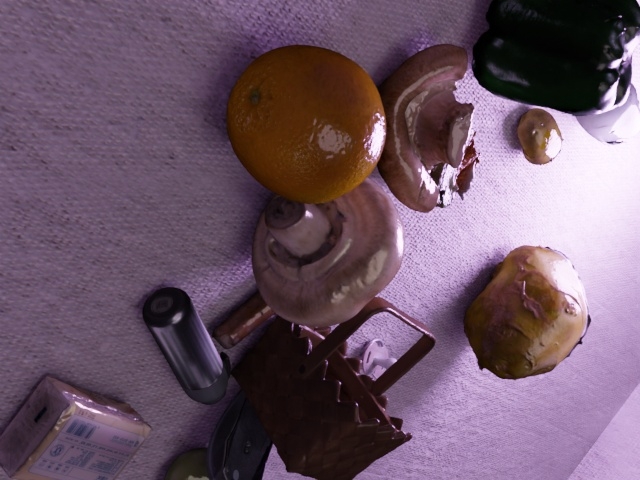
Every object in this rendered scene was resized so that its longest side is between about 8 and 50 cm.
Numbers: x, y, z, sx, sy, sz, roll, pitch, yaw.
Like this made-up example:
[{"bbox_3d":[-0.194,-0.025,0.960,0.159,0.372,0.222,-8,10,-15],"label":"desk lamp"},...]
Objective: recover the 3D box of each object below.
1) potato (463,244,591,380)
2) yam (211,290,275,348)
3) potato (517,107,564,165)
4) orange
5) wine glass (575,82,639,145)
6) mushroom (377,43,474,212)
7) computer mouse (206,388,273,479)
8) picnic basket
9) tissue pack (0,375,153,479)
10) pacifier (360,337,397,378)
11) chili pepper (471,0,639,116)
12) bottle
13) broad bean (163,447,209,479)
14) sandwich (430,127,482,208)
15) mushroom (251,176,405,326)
[{"bbox_3d":[0.439,0.169,2.024,0.196,0.246,0.299,-10,121,-46],"label":"potato"},{"bbox_3d":[-0.084,0.101,1.578,0.241,0.057,0.056,-38,141,-18],"label":"yam"},{"bbox_3d":[0.444,-0.206,1.859,0.091,0.070,0.138,-47,142,-7],"label":"potato"},{"bbox_3d":[-0.018,-0.164,1.300,0.236,0.236,0.236,-27,136,-29],"label":"orange"},{"bbox_3d":[0.554,-0.295,1.852,0.321,0.143,0.143,21,104,-54],"label":"wine glass"},{"bbox_3d":[0.148,-0.187,1.517,0.151,0.156,0.285,1,108,-33],"label":"mushroom"},{"bbox_3d":[-0.151,0.366,1.669,0.126,0.071,0.231,57,37,-34],"label":"computer mouse"},{"bbox_3d":[0.039,0.240,1.624,0.321,0.291,0.254,-44,143,10],"label":"picnic basket"},{"bbox_3d":[-0.377,0.304,1.409,0.148,0.092,0.196,-52,142,0],"label":"tissue pack"},{"bbox_3d":[0.128,0.247,1.899,0.099,0.078,0.081,28,76,-52],"label":"pacifier"},{"bbox_3d":[0.413,-0.331,1.584,0.233,0.257,0.248,-36,141,-39],"label":"chili pepper"},{"bbox_3d":[-0.208,0.173,1.488,0.096,0.079,0.253,-42,141,-23],"label":"bottle"},{"bbox_3d":[-0.214,0.479,1.719,0.169,0.100,0.228,-50,142,-15],"label":"broad bean"},{"bbox_3d":[0.240,-0.154,1.660,0.160,0.109,0.184,-8,126,-40],"label":"sandwich"},{"bbox_3d":[0.000,0.000,1.439,0.234,0.254,0.260,34,51,-61],"label":"mushroom"}]
